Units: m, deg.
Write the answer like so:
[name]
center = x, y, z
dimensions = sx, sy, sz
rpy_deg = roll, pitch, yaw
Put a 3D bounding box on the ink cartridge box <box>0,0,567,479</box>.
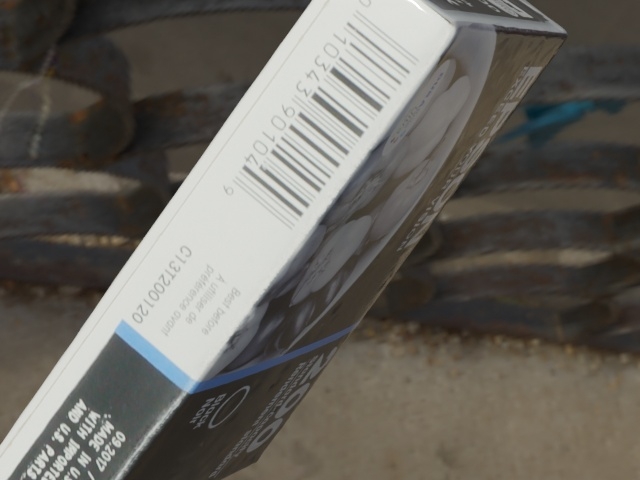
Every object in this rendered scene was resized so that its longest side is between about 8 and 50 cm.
[ink cartridge box]
center = 0.000, 0.000, 0.562
dimensions = 0.045, 0.206, 0.208
rpy_deg = 40, 18, 11
